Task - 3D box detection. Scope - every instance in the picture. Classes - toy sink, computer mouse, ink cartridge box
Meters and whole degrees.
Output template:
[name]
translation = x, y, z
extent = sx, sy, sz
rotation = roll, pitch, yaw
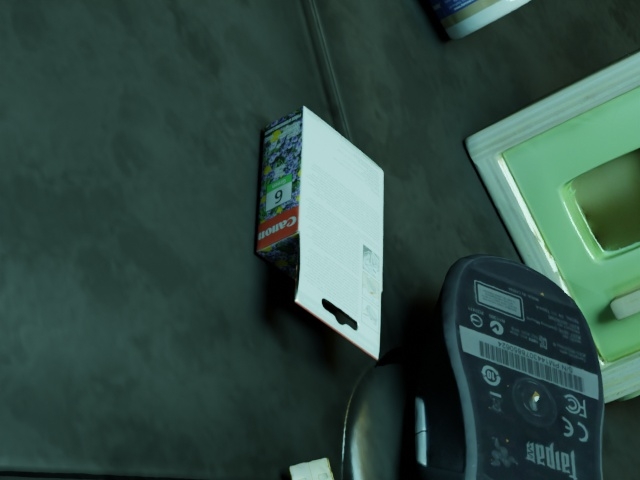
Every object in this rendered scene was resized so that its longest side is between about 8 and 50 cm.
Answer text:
[toy sink]
translation = 0.213, 0.005, 1.126
extent = 0.131, 0.153, 0.234
rotation = -30, 95, -59
[computer mouse]
translation = 0.056, 0.115, 0.916
extent = 0.184, 0.060, 0.262
rotation = 15, 49, -28
[ink cartridge box]
translation = 0.000, 0.000, 0.932
extent = 0.063, 0.029, 0.115
rotation = 37, 41, -37

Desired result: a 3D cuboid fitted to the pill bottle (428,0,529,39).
[pill bottle]
translation = 0.075, -0.182, 1.138
extent = 0.120, 0.067, 0.067
rotation = 61, 31, -5
